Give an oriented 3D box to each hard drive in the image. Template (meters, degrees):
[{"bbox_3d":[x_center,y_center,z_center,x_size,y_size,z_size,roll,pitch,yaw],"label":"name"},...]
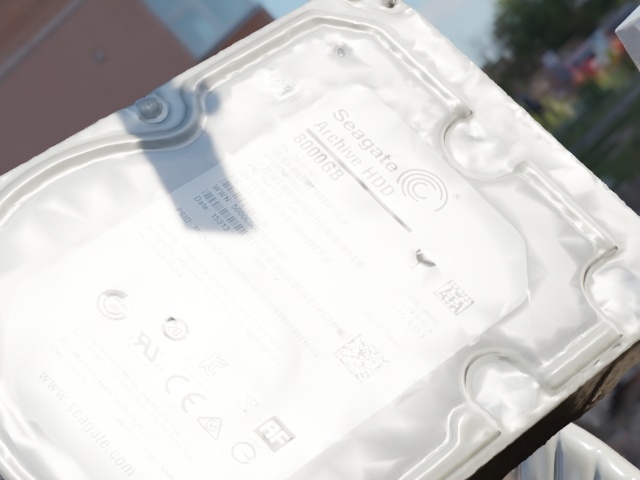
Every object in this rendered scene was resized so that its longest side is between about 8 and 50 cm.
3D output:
[{"bbox_3d":[-0.019,0.033,0.869,0.339,0.237,0.064,-33,-21,-34],"label":"hard drive"}]

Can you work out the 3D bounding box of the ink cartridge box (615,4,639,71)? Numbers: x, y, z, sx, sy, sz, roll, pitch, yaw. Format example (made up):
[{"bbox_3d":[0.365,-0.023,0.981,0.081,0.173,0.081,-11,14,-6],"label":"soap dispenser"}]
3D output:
[{"bbox_3d":[0.220,-0.086,1.069,0.052,0.122,0.088,-29,6,28],"label":"ink cartridge box"}]

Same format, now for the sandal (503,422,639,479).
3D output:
[{"bbox_3d":[0.193,0.207,1.100,0.102,0.416,0.169,-7,-61,-59],"label":"sandal"}]
